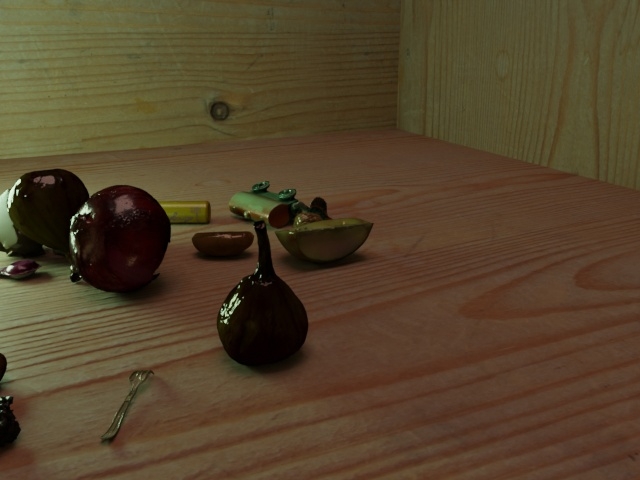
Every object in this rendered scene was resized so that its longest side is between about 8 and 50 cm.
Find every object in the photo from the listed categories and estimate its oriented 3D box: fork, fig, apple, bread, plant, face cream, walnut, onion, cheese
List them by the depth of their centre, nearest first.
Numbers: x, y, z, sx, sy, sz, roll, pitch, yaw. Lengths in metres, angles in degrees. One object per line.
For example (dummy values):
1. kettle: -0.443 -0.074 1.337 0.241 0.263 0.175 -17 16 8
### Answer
1. plant: -0.553 0.284 1.023 0.174 0.087 0.085 13 -13 42
2. fork: -0.343 0.281 1.097 0.034 0.029 0.219 5 19 3
3. fig: -0.135 0.119 1.219 0.190 0.290 0.191 -11 39 9
4. onion: -0.507 -0.005 1.569 0.276 0.276 0.276 0 19 0
5. fig: -0.716 -0.029 1.687 0.216 0.321 0.217 -20 -12 -5
6. cheese: -0.830 0.079 1.688 0.145 0.038 0.095 -4 17 9
7. apple: 0.000 0.000 1.797 0.264 0.120 0.193 -7 6 -27
8. bread: -0.287 0.009 1.832 0.189 0.078 0.114 1 -1 8
9. walnut: -0.041 -0.054 2.009 0.096 0.079 0.083 -1 56 -28
10. face cream: -0.519 -0.098 2.144 0.273 0.078 0.078 0 19 0

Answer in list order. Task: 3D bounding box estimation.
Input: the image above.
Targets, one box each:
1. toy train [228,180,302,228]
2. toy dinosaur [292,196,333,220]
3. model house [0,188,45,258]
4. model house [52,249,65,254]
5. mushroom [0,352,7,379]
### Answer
1. toy train: -0.195 -0.120 2.176 0.177 0.116 0.285 -29 33 -33
2. toy dinosaur: -0.006 -0.095 2.085 0.187 0.106 0.044 -7 20 -18
3. model house: -0.866 -0.026 1.886 0.176 0.181 0.248 54 12 19
4. model house: -0.750 0.010 1.877 0.078 0.066 0.083 -2 -2 29
5. mushroom: -0.645 0.250 1.158 0.123 0.052 0.123 -5 12 1
